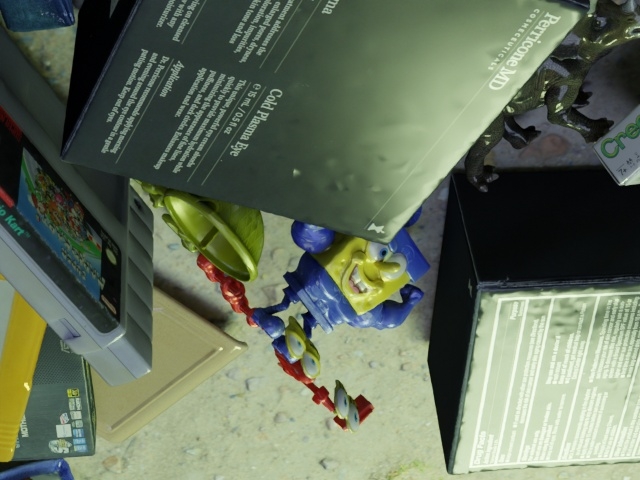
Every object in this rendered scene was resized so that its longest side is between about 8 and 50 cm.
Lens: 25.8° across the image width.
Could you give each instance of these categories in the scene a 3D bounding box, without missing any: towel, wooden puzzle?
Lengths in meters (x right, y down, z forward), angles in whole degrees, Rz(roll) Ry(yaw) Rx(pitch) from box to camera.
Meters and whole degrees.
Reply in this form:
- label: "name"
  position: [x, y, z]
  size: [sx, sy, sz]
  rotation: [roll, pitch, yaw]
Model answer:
- label: "towel"
  position: [-0.256, -0.234, 1.212]
  size: [0.067, 0.029, 0.119]
  rotation: [-8, 135, 1]
- label: "wooden puzzle"
  position: [-0.236, 0.119, 1.550]
  size: [0.221, 0.044, 0.238]
  rotation: [-37, 128, 26]

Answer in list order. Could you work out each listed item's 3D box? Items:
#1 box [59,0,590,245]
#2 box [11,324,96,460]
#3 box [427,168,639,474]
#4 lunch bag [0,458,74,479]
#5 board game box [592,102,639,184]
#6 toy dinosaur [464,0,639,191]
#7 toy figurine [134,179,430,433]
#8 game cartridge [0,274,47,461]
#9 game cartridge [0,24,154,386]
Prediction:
- label: "box"
  position: [-0.010, -0.187, 1.147]
  size: [0.312, 0.179, 0.343]
  rotation: [16, 142, -20]
- label: "box"
  position: [-0.338, 0.145, 1.487]
  size: [0.183, 0.059, 0.233]
  rotation: [-1, 134, -5]
- label: "box"
  position: [0.277, 0.084, 1.483]
  size: [0.294, 0.183, 0.296]
  rotation: [-2, 133, -6]
- label: "lunch bag"
  position: [-0.477, 0.408, 1.583]
  size: [0.327, 0.239, 0.385]
  rotation: [-30, 170, 21]
- label: "board game box"
  position: [0.409, -0.166, 1.279]
  size: [0.305, 0.053, 0.193]
  rotation: [-45, 159, 31]
- label: "toy dinosaur"
  position: [0.171, -0.147, 1.315]
  size: [0.313, 0.121, 0.160]
  rotation: [-24, 121, 22]
- label: "toy figurine"
  position: [0.000, 0.000, 1.437]
  size: [0.217, 0.191, 0.362]
  rotation: [-41, 124, -9]
- label: "game cartridge"
  position: [-0.413, 0.091, 1.350]
  size: [0.285, 0.053, 0.324]
  rotation: [9, 131, -15]
- label: "game cartridge"
  position: [-0.250, -0.059, 1.205]
  size: [0.068, 0.230, 0.355]
  rotation: [-26, 129, 11]
